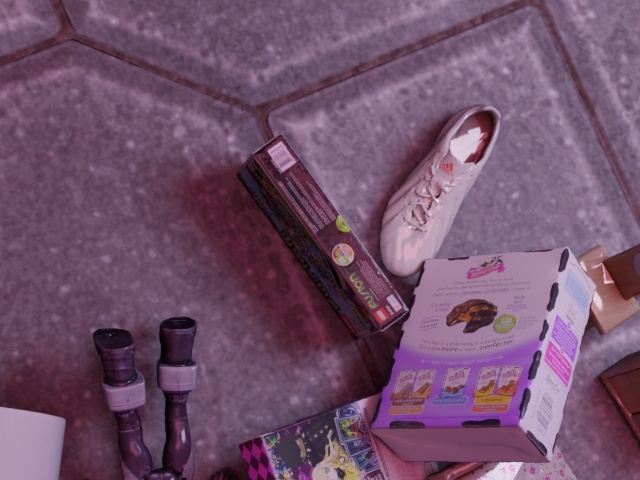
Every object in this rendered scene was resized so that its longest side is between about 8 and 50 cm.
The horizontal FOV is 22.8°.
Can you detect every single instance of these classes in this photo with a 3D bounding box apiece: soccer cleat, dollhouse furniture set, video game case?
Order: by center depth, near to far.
[{"bbox_3d":[0.230,0.203,1.491,0.356,0.174,0.303,-29,87,-26],"label":"dollhouse furniture set"},{"bbox_3d":[0.043,0.268,1.495,0.210,0.042,0.232,-15,84,-46],"label":"video game case"},{"bbox_3d":[0.119,-0.055,1.592,0.068,0.076,0.196,31,77,-6],"label":"soccer cleat"}]

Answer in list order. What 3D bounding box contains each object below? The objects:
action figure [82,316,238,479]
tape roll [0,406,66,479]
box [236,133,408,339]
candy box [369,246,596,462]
[{"bbox_3d":[-0.150,0.220,1.488,0.185,0.099,0.284,-5,97,-19],"label":"action figure"},{"bbox_3d":[-0.350,0.224,1.369,0.246,0.246,0.169,8,80,-10],"label":"tape roll"},{"bbox_3d":[0.000,0.000,1.541,0.036,0.114,0.207,-36,89,-14],"label":"box"},{"bbox_3d":[0.155,0.108,1.500,0.070,0.165,0.196,47,51,-38],"label":"candy box"}]
